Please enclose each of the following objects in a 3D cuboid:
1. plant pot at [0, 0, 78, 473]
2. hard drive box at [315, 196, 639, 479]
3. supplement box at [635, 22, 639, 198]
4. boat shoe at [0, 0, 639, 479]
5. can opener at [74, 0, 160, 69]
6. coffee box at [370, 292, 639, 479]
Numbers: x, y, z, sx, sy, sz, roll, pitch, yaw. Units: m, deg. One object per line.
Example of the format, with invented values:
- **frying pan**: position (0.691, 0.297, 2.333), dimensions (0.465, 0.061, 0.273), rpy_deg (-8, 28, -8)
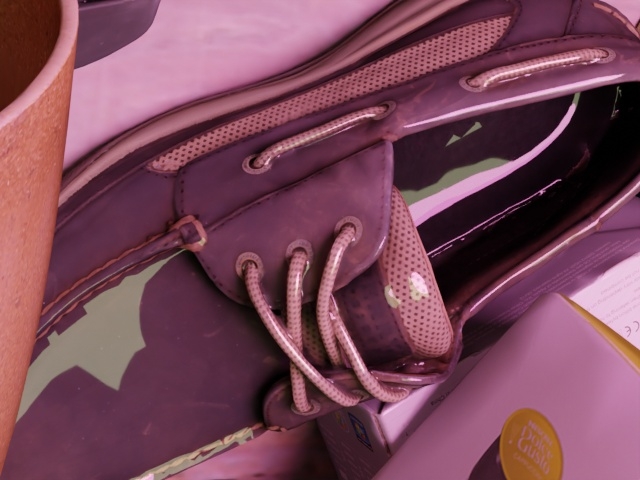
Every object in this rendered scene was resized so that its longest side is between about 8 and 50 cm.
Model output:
- **plant pot**: position (-0.193, 0.039, 0.555), dimensions (0.237, 0.237, 0.254), rpy_deg (-16, 128, -24)
- **hard drive box**: position (0.111, 0.116, 0.814), dimensions (0.181, 0.089, 0.232), rpy_deg (-28, 118, -18)
- **supplement box**: position (0.178, -0.057, 0.795), dimensions (0.056, 0.083, 0.083), rpy_deg (31, 89, -35)
- **boat shoe**: position (0.000, 0.000, 0.686), dimensions (0.355, 0.130, 0.132), rpy_deg (-37, 121, -14)
- **can opener**: position (-0.030, -0.126, 0.674), dimensions (0.280, 0.074, 0.093), rpy_deg (-9, 146, -25)
- **coffee box**: position (0.148, 0.289, 0.640), dimensions (0.338, 0.338, 0.334), rpy_deg (39, 98, -28)
